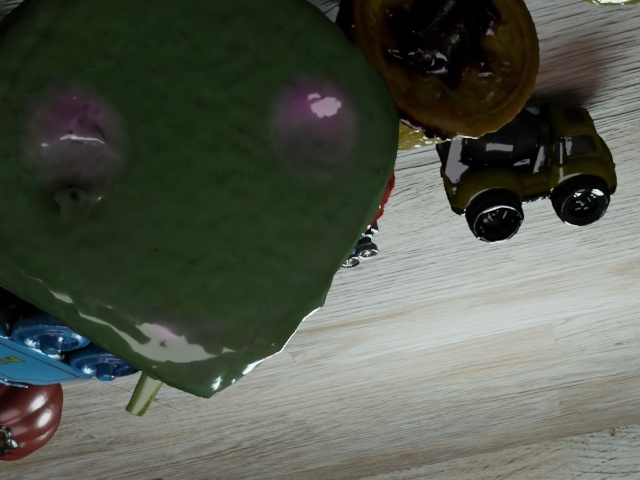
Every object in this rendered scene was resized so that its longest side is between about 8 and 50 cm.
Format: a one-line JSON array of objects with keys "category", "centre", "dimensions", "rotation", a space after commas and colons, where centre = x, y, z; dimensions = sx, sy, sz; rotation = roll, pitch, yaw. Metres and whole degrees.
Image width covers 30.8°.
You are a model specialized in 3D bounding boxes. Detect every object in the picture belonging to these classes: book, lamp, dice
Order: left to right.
[{"category": "lamp", "centre": [-0.518, 0.243, 1.866], "dimensions": [0.226, 0.227, 0.227], "rotation": [-8, 156, -4]}, {"category": "dice", "centre": [-0.150, -0.077, 1.008], "dimensions": [0.330, 0.318, 0.322], "rotation": [36, 172, -21]}, {"category": "book", "centre": [-0.186, 0.094, 1.632], "dimensions": [0.035, 0.239, 0.352], "rotation": [26, 149, -4]}]

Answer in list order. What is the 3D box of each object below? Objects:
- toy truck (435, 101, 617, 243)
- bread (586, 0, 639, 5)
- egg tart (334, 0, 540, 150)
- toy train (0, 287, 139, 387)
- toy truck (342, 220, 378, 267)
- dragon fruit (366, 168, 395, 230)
[{"category": "toy truck", "centre": [0.259, -0.108, 1.464], "dimensions": [0.224, 0.147, 0.165], "rotation": [-8, 128, 0]}, {"category": "bread", "centre": [0.318, -0.296, 1.152], "dimensions": [0.187, 0.065, 0.149], "rotation": [-14, 150, 15]}, {"category": "egg tart", "centre": [0.100, -0.182, 1.163], "dimensions": [0.215, 0.215, 0.171], "rotation": [-1, 165, -18]}, {"category": "toy train", "centre": [-0.391, 0.098, 1.618], "dimensions": [0.265, 0.188, 0.300], "rotation": [-10, 157, 19]}, {"category": "toy truck", "centre": [0.000, 0.000, 1.653], "dimensions": [0.192, 0.083, 0.092], "rotation": [-29, 149, 35]}, {"category": "dragon fruit", "centre": [-0.008, -0.077, 1.362], "dimensions": [0.205, 0.210, 0.268], "rotation": [-41, 164, 23]}]
